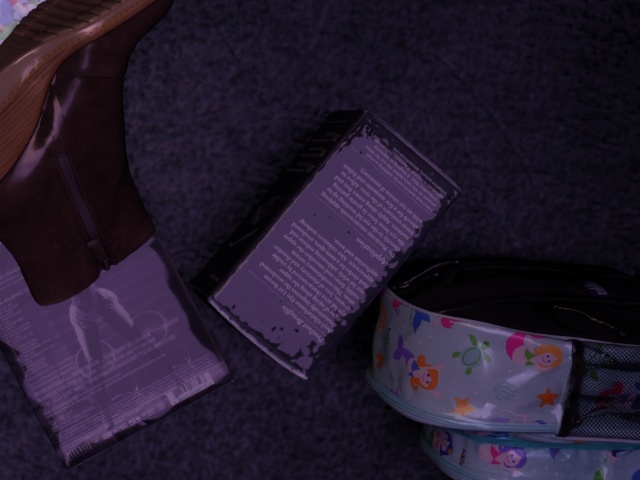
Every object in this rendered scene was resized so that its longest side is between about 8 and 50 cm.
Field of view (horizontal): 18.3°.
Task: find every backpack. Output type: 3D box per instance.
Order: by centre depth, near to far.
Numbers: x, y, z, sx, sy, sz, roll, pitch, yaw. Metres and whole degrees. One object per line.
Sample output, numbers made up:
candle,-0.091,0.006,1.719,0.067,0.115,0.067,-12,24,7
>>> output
backpack,0.164,0.105,1.645,0.254,0.225,0.191,9,101,-19

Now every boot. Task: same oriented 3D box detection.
boot,-0.188,-0.089,1.632,0.248,0.090,0.207,-39,125,-13

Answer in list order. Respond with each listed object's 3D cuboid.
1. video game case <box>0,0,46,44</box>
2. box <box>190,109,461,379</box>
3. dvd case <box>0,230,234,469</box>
video game case,-0.319,-0.161,1.633,0.204,0.025,0.285,31,88,-9
box,0.000,0.000,1.655,0.108,0.153,0.207,40,87,-9
dvd case,-0.197,0.062,1.694,0.165,0.018,0.221,-28,97,-6
